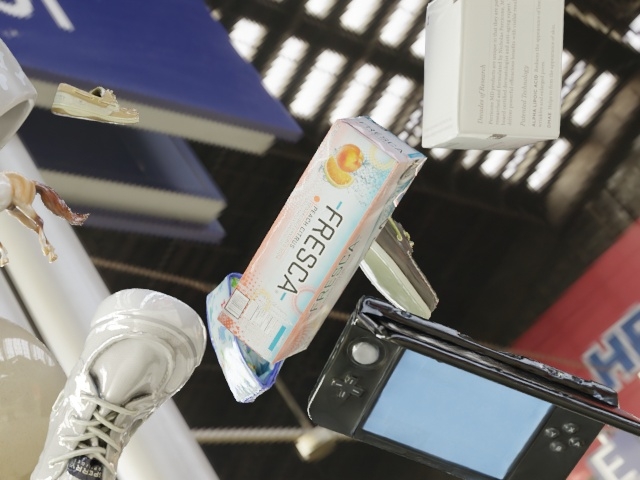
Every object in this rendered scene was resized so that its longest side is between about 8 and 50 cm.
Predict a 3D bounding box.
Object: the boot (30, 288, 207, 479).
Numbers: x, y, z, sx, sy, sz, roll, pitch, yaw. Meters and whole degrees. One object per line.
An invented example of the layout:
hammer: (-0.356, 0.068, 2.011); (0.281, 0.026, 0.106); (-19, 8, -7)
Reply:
boot: (-0.165, 0.142, 1.022); (0.095, 0.123, 0.258); (21, -33, -9)

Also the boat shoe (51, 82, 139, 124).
boat shoe: (-0.291, -0.179, 1.694); (0.135, 0.050, 0.045); (4, -85, -52)

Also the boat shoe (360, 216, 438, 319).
boat shoe: (0.072, -0.002, 1.578); (0.069, 0.227, 0.081); (-41, 1, -23)

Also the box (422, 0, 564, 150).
box: (0.194, -0.199, 1.483); (0.119, 0.181, 0.181); (2, -1, -8)

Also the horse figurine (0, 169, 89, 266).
horse figurine: (-0.466, -0.044, 1.884); (0.066, 0.174, 0.263); (-32, -11, 35)

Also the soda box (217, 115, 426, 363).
soda box: (0.000, 0.000, 0.942); (0.183, 0.058, 0.063); (-58, -16, 19)

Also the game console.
game console: (0.063, 0.076, 0.536); (0.122, 0.071, 0.107); (22, -56, -6)

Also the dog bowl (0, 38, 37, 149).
dog bowl: (-0.493, -0.109, 1.601); (0.349, 0.102, 0.349); (-45, 6, 6)

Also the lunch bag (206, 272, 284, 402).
lunch bag: (-0.089, 0.127, 1.664); (0.096, 0.151, 0.129); (0, -16, -16)

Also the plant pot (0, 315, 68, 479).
plant pot: (-0.445, 0.241, 1.502); (0.284, 0.284, 0.191); (-45, 7, 15)
